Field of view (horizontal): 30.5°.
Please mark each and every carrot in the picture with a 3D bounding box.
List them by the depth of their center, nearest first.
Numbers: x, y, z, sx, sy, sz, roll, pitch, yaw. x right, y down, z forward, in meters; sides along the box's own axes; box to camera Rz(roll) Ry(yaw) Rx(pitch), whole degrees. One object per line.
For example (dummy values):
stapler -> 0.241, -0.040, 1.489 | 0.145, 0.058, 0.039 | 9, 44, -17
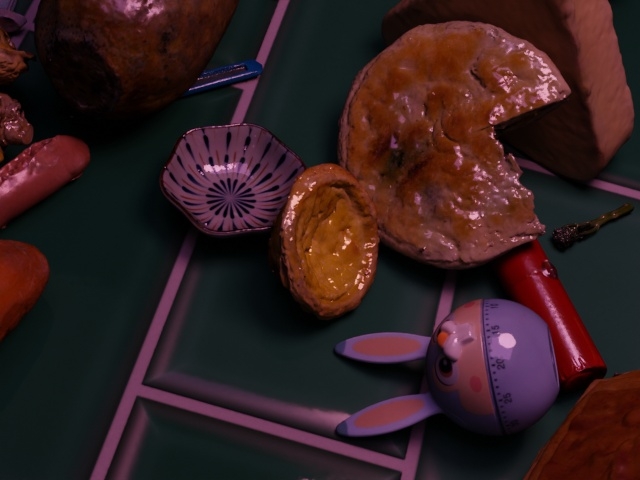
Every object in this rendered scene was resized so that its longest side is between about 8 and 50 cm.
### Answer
carrot -> -0.409, 0.074, 1.328 | 0.159, 0.159, 0.225 | 39, 45, 18

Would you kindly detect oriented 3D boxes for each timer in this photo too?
timer -> 0.150, 0.141, 1.347 | 0.255, 0.175, 0.175 | 5, 55, -5

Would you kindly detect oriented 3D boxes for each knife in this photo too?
knife -> -0.216, -0.208, 1.615 | 0.296, 0.026, 0.044 | -19, 48, -20

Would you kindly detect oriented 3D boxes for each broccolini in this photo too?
broccolini -> 0.370, -0.026, 1.577 | 0.140, 0.035, 0.030 | -22, 65, -24

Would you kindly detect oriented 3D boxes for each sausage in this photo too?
sausage -> -0.404, -0.047, 1.440 | 0.078, 0.078, 0.304 | 42, 59, 19

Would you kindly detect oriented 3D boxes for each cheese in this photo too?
cheese -> 0.235, -0.276, 1.601 | 0.384, 0.384, 0.104 | 37, 65, 16

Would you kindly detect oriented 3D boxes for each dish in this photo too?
dish -> -0.112, -0.063, 1.505 | 0.190, 0.066, 0.191 | 5, 53, -6

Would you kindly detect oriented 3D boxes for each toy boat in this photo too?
toy boat -> -0.460, -0.344, 1.674 | 0.096, 0.034, 0.122 | 5, 46, -6

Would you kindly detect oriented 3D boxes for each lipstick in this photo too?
lipstick -> 0.269, 0.061, 1.478 | 0.073, 0.073, 0.280 | -14, 59, -18

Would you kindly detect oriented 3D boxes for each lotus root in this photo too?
lotus root -> -0.236, -0.311, 1.536 | 0.250, 0.250, 0.346 | 19, 49, 4

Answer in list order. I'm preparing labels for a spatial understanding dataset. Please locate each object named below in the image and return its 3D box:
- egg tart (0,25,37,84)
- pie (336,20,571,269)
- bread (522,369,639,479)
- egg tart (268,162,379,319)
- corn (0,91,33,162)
egg tart -> -0.494, -0.258, 1.467 | 0.278, 0.279, 0.095 | 10, 97, -2
pie -> 0.157, -0.124, 1.505 | 0.337, 0.075, 0.338 | -4, 78, 21
bread -> 0.371, 0.272, 1.255 | 0.324, 0.277, 0.167 | -45, 111, -37
egg tart -> 0.000, 0.000, 1.439 | 0.074, 0.191, 0.191 | 3, 42, 44
corn -> -0.524, -0.161, 1.477 | 0.321, 0.119, 0.119 | 13, 54, 1
